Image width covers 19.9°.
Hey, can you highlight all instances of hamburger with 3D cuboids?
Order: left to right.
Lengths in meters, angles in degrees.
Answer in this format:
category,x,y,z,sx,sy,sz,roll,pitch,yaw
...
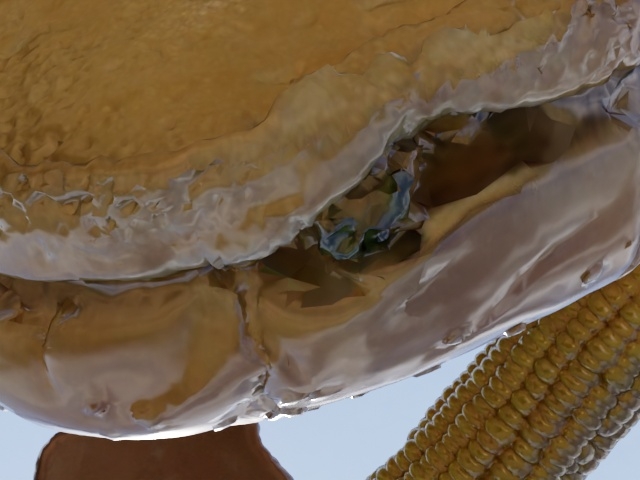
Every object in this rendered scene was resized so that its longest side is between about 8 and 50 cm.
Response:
category,x,y,z,sx,sy,sz,roll,pitch,yaw
hamburger,-0.030,-0.045,0.530,0.286,0.146,0.243,0,-146,15

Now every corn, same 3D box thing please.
category,x,y,z,sx,sy,sz,roll,pitch,yaw
corn,0.104,0.112,1.018,0.313,0.102,0.102,-53,-146,22

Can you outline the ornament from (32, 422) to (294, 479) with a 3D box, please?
category,x,y,z,sx,sy,sz,roll,pitch,yaw
ornament,-0.129,0.221,1.509,0.235,0.217,0.221,-8,-103,-5
